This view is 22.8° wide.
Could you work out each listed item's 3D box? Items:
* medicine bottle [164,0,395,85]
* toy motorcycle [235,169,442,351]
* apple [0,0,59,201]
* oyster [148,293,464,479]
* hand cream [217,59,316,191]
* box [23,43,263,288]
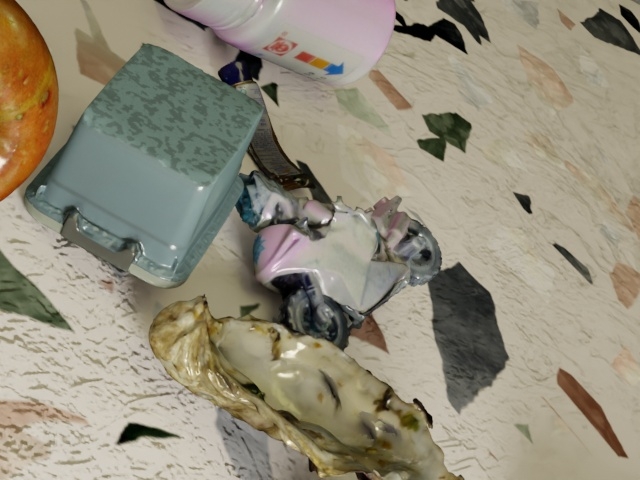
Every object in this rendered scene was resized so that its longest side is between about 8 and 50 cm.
[{"bbox_3d":[-0.047,-0.279,1.803,0.254,0.152,0.152,19,40,-40],"label":"medicine bottle"},{"bbox_3d":[0.003,-0.003,1.575,0.204,0.108,0.239,50,29,5],"label":"toy motorcycle"},{"bbox_3d":[-0.304,-0.123,1.240,0.196,0.196,0.196,33,32,-24],"label":"apple"},{"bbox_3d":[-0.008,0.155,1.343,0.294,0.094,0.166,40,22,22],"label":"oyster"},{"bbox_3d":[-0.062,-0.119,1.711,0.062,0.039,0.163,-4,63,-57],"label":"hand cream"},{"bbox_3d":[-0.150,-0.070,1.433,0.162,0.130,0.227,29,30,-1],"label":"box"}]
